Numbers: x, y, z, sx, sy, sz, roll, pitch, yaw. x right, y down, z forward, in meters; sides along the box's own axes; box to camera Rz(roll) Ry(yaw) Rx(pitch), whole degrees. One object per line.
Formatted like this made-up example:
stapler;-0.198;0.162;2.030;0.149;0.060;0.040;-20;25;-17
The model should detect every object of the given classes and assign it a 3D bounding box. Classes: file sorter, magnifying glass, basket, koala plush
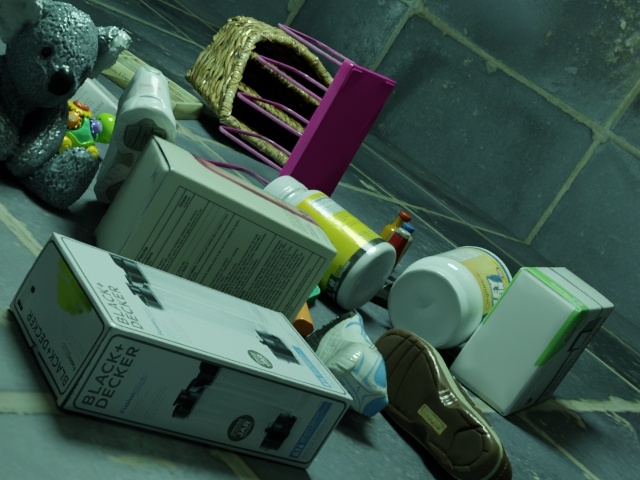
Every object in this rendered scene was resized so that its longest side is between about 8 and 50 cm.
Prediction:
file sorter;-0.045;-0.204;2.056;0.182;0.291;0.202;35;12;22
magnifying glass;-0.035;0.075;1.619;0.092;0.026;0.231;30;14;-15
basket;-0.082;-0.296;2.406;0.299;0.213;0.223;35;9;-39
koala plush;-0.344;-0.192;1.414;0.196;0.221;0.203;23;15;-36

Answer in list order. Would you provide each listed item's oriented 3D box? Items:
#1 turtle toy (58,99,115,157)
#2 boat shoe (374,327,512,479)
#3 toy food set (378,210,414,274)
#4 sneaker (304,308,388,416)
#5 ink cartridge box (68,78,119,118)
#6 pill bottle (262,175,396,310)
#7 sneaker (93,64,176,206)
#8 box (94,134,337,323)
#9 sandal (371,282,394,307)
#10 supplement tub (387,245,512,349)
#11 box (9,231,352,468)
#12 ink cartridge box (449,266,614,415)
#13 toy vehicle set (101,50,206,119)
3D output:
turtle toy;-0.339;-0.160;1.665;0.130;0.066;0.095;18;20;-50
boat shoe;0.144;0.211;1.431;0.095;0.095;0.257;41;11;-41
toy food set;0.087;-0.006;2.041;0.232;0.104;0.111;17;20;-51
sneaker;0.033;0.146;1.421;0.086;0.085;0.237;57;4;-13
ink cartridge box;-0.386;-0.242;1.954;0.225;0.056;0.181;47;-1;-43
pill bottle;0.000;0.000;1.772;0.208;0.119;0.119;38;13;23
sneaker;-0.222;-0.125;1.473;0.090;0.232;0.115;13;54;-16
box;-0.125;0.003;1.383;0.232;0.149;0.127;27;13;-26
sandal;0.129;0.092;1.920;0.179;0.040;0.067;25;14;-31
supplement tub;0.202;0.090;1.837;0.144;0.144;0.199;38;24;20
box;-0.128;0.108;1.117;0.290;0.087;0.169;23;16;-38
ink cartridge box;0.335;0.150;1.843;0.115;0.198;0.273;38;14;21
toy vehicle set;-0.362;-0.321;2.295;0.267;0.035;0.166;35;12;8
